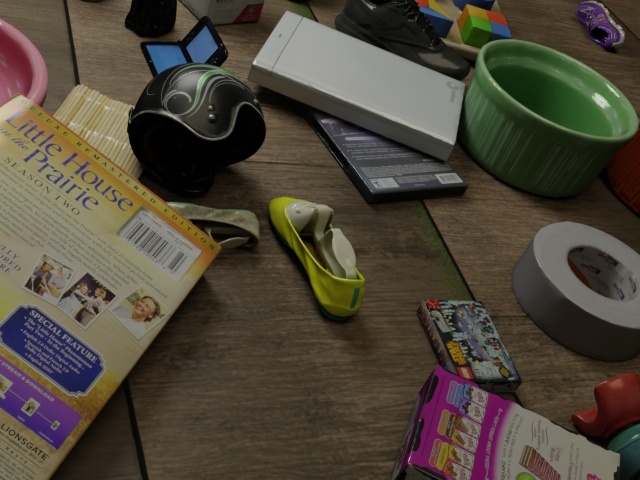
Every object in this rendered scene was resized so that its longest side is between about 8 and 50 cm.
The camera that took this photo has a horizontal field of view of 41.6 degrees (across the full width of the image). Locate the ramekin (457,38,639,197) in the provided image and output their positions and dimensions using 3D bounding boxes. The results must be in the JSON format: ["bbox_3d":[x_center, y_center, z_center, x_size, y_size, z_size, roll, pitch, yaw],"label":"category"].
[{"bbox_3d":[0.391,-0.214,1.504,0.303,0.148,0.303,14,39,-12],"label":"ramekin"}]

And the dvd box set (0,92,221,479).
[{"bbox_3d":[-0.315,0.043,0.857,0.307,0.062,0.420,38,38,-7],"label":"dvd box set"}]

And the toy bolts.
[{"bbox_3d":[0.445,0.220,1.002,0.228,0.218,0.158,-15,56,-16],"label":"toy bolts"}]

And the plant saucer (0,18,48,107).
[{"bbox_3d":[-0.525,-0.203,1.078,0.332,0.084,0.332,15,39,-12],"label":"plant saucer"}]

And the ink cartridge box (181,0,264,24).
[{"bbox_3d":[-0.172,-0.503,1.534,0.128,0.176,0.127,-16,52,-39],"label":"ink cartridge box"}]

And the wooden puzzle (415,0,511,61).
[{"bbox_3d":[0.278,-0.512,1.852,0.322,0.080,0.348,12,39,-15],"label":"wooden puzzle"}]

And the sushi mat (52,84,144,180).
[{"bbox_3d":[-0.315,-0.105,1.122,0.151,0.019,0.317,20,38,-6],"label":"sushi mat"}]

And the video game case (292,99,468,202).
[{"bbox_3d":[0.095,-0.165,1.398,0.196,0.026,0.274,-7,46,-33],"label":"video game case"}]

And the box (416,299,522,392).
[{"bbox_3d":[0.190,0.135,1.090,0.093,0.027,0.137,2,43,-23],"label":"box"}]

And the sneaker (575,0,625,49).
[{"bbox_3d":[0.692,-0.543,2.114,0.071,0.068,0.170,-8,48,-26],"label":"sneaker"}]

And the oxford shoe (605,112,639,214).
[{"bbox_3d":[0.599,-0.164,1.576,0.132,0.130,0.364,9,45,-40],"label":"oxford shoe"}]

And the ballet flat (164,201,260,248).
[{"bbox_3d":[-0.152,-0.016,1.073,0.168,0.057,0.052,1,53,-26],"label":"ballet flat"}]

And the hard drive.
[{"bbox_3d":[0.073,-0.274,1.457,0.353,0.047,0.233,22,38,-2],"label":"hard drive"}]

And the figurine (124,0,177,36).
[{"bbox_3d":[-0.322,-0.486,1.409,0.215,0.209,0.092,32,39,11],"label":"figurine"}]

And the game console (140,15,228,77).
[{"bbox_3d":[-0.222,-0.312,1.373,0.071,0.107,0.122,26,27,-46],"label":"game console"}]

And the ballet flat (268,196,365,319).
[{"bbox_3d":[0.000,0.000,1.111,0.077,0.077,0.231,-3,45,-29],"label":"ballet flat"}]

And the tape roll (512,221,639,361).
[{"bbox_3d":[0.396,0.071,1.236,0.219,0.072,0.219,15,38,-12],"label":"tape roll"}]

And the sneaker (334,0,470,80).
[{"bbox_3d":[0.167,-0.402,1.628,0.286,0.130,0.109,30,36,6],"label":"sneaker"}]

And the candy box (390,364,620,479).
[{"bbox_3d":[0.203,0.257,0.918,0.233,0.071,0.159,26,38,4],"label":"candy box"}]

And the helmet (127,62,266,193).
[{"bbox_3d":[-0.165,-0.162,1.154,0.169,0.169,0.161,29,47,7],"label":"helmet"}]
